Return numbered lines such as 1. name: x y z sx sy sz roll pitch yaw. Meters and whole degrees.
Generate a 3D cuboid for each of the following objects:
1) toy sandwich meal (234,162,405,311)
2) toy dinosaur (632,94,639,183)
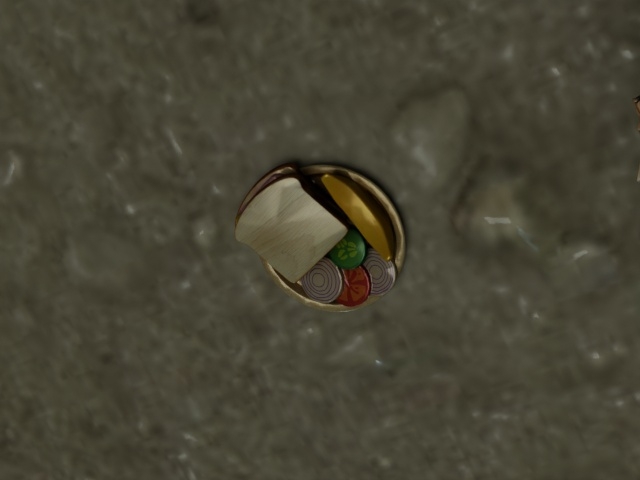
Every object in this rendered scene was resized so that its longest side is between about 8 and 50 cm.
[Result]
1. toy sandwich meal: 0.000 0.000 0.586 0.086 0.029 0.085 6 112 16
2. toy dinosaur: 0.216 0.068 0.438 0.164 0.218 0.322 -13 105 21
